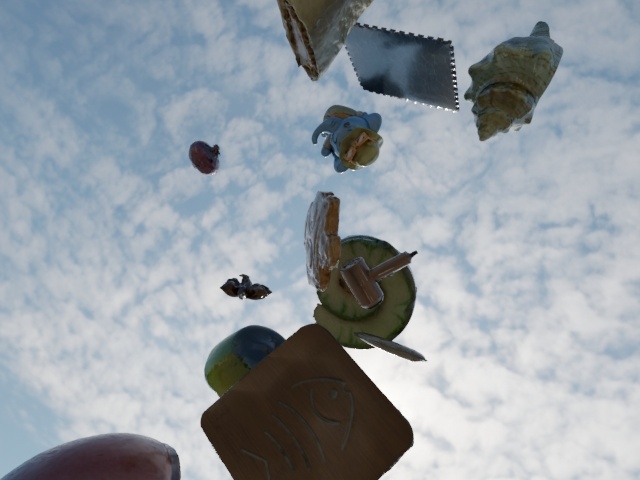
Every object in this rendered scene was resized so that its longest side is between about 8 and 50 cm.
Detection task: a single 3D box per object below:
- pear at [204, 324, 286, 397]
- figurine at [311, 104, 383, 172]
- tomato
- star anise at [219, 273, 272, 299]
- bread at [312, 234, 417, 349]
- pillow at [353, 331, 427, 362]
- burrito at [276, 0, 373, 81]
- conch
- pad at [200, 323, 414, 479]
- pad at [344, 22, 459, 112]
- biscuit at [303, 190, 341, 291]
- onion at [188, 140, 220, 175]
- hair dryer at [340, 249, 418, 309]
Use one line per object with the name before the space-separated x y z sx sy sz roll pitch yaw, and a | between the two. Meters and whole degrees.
pear | -0.219 0.457 1.828 0.398 0.399 0.165 23 -56 1
figurine | 0.076 -0.304 1.484 0.180 0.262 0.154 -41 -47 -11
tomato | -0.229 0.240 0.396 0.199 0.228 0.112 -21 -62 44
star anise | -0.226 0.149 1.521 0.167 0.168 0.057 15 -76 6
bread | 0.131 0.175 1.675 0.382 0.129 0.366 -41 -94 8
pillow | 0.211 0.319 1.503 0.232 0.130 0.038 19 -96 16
burrito | 0.039 -0.394 0.738 0.299 0.143 0.105 -52 -124 10
conch | 0.422 -0.371 1.100 0.169 0.386 0.203 28 -15 -30
pad | -0.029 0.317 0.849 0.286 0.284 0.018 45 -11 29
pad | 0.181 -0.388 1.131 0.268 0.012 0.269 21 -9 25
biscuit | -0.004 0.000 1.365 0.051 0.376 0.270 5 -78 -12
onion | -0.354 -0.259 1.554 0.104 0.115 0.115 -35 -72 5
hair dryer | 0.148 0.074 1.160 0.181 0.064 0.117 -29 -83 17
